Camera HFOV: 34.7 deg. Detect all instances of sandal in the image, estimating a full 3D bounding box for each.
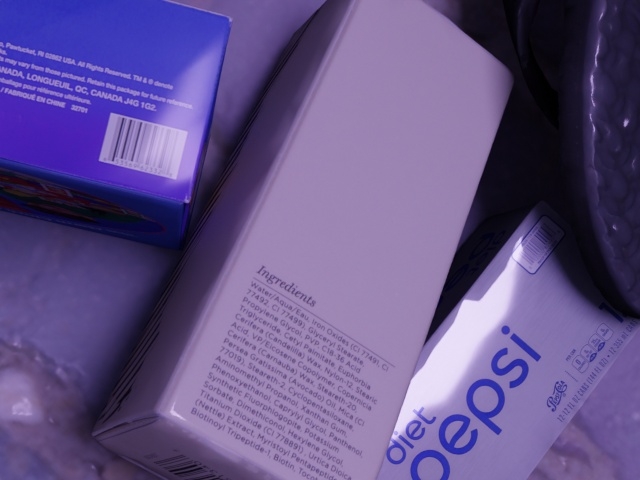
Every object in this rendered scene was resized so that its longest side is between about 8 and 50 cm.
[{"bbox_3d":[0.170,-0.179,0.564,0.168,0.107,0.445,-3,89,-28],"label":"sandal"}]

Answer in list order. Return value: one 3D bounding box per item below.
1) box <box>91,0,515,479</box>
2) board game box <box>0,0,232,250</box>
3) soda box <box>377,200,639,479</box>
[{"bbox_3d":[0.000,0.000,0.529,0.113,0.094,0.275,35,59,-17],"label":"box"},{"bbox_3d":[-0.225,-0.079,0.485,0.347,0.233,0.078,13,83,-7],"label":"board game box"},{"bbox_3d":[0.055,0.115,0.575,0.091,0.098,0.286,41,81,-4],"label":"soda box"}]
